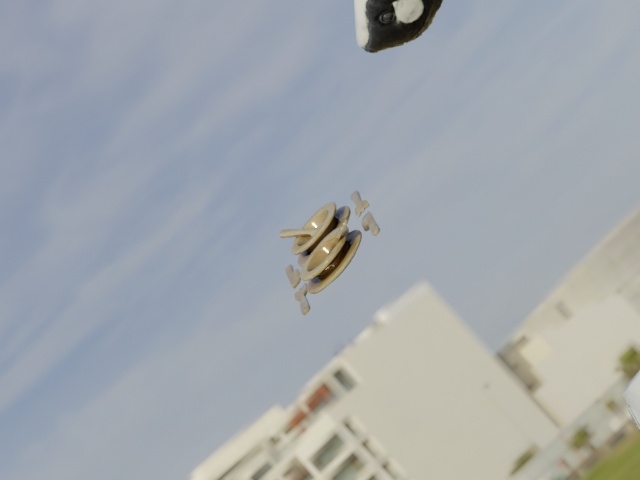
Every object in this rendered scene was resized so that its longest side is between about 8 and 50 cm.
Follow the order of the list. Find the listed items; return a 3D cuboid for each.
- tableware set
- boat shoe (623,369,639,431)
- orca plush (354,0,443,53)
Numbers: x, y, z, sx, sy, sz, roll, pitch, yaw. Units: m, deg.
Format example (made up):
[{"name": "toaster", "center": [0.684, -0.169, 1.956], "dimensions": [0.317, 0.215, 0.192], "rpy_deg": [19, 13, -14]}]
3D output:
[{"name": "tableware set", "center": [0.000, 0.000, 1.786], "dimensions": [0.128, 0.039, 0.194], "rpy_deg": [-48, 14, 6]}, {"name": "boat shoe", "center": [0.185, 0.001, 0.486], "dimensions": [0.228, 0.076, 0.080], "rpy_deg": [-51, -19, 27]}, {"name": "orca plush", "center": [0.069, -0.268, 1.061], "dimensions": [0.102, 0.287, 0.151], "rpy_deg": [-2, 8, 2]}]
